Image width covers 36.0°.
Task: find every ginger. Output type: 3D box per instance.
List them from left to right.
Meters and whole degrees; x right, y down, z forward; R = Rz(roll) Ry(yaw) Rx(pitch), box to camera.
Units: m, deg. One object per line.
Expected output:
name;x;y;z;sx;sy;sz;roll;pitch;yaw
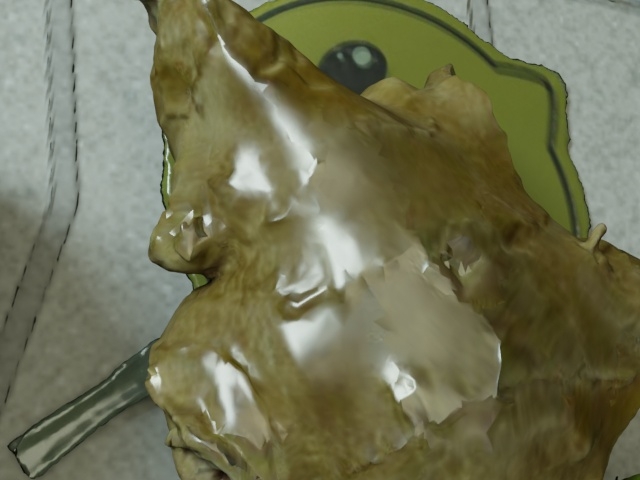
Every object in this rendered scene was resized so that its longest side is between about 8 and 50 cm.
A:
ginger;0.008;0.009;0.402;0.270;0.123;0.219;41;66;4

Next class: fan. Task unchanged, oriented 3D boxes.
fan;0.000;0.000;0.469;0.335;0.011;0.229;-35;89;-22

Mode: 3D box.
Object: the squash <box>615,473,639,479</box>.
squash;0.060;0.195;0.405;0.287;0.137;0.137;-20;84;-5
